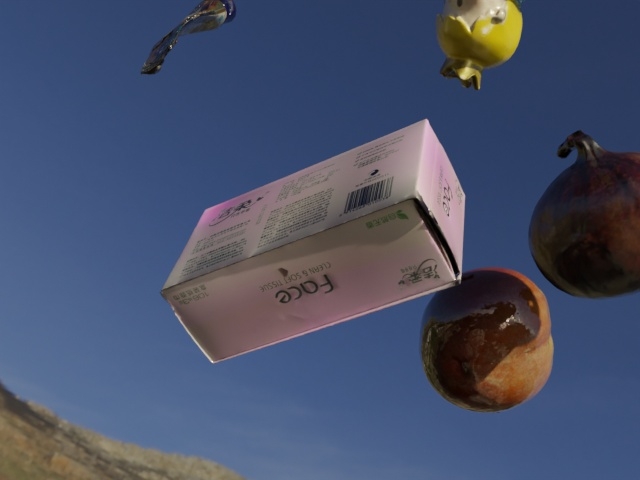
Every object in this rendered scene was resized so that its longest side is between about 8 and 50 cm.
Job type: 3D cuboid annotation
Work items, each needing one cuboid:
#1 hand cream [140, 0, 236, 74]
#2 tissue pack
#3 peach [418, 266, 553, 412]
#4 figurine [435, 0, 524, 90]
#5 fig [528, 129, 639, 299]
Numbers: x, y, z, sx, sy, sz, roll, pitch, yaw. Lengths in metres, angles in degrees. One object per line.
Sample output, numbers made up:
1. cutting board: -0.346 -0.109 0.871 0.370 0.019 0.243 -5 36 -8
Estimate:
1. hand cream: -0.150 -0.241 0.979 0.062 0.163 0.039 -23 -70 38
2. tissue pack: 0.000 0.000 0.758 0.246 0.148 0.092 -21 -63 23
3. peach: 0.280 0.173 1.461 0.253 0.252 0.252 14 -38 11
4. figurine: 0.209 -0.326 1.097 0.127 0.234 0.185 43 7 35
5. fig: 0.399 -0.026 1.166 0.235 0.235 0.214 2 -51 26
